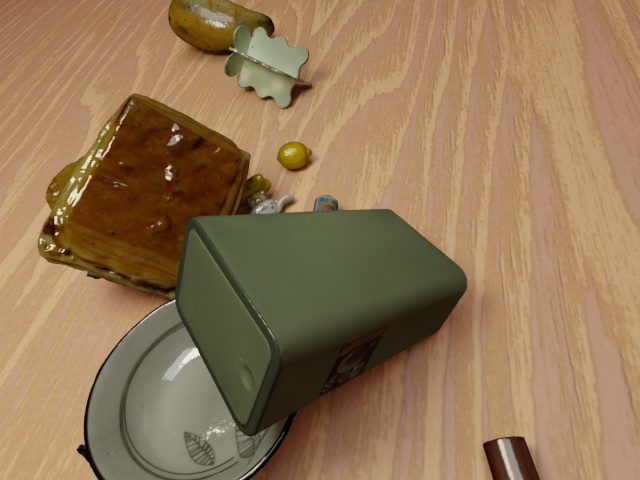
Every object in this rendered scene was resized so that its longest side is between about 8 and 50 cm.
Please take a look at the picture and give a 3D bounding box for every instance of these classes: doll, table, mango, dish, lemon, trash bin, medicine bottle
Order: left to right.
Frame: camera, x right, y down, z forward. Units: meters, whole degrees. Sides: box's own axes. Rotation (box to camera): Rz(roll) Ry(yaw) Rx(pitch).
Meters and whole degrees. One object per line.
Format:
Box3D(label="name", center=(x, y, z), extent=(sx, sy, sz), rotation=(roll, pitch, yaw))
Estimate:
Box3D(label="dish", center=(-0.167, 0.220, 0.589), extent=(0.316, 0.106, 0.316), rotation=(-6, 47, 7))
Box3D(label="mango", center=(-0.317, -0.678, 1.270), extent=(0.329, 0.175, 0.176), rotation=(23, 83, 6))
Box3D(label="doll", center=(-0.134, -0.069, 0.837), extent=(0.113, 0.071, 0.135), rotation=(31, 71, 10))
Box3D(label="table", center=(-0.131, -0.462, 1.072), extent=(0.198, 0.166, 0.166), rotation=(34, 66, 22))
Box3D(label="lemon", center=(-0.059, -0.193, 0.905), extent=(0.083, 0.062, 0.062), rotation=(-12, 52, 6))
Box3D(label="medicine bottle", center=(0.000, 0.000, 0.756), extent=(0.051, 0.051, 0.191), rotation=(1, 55, 13))
Box3D(label="trash bin", center=(0.015, 0.066, 0.545), extent=(0.343, 0.158, 0.223), rotation=(-11, 44, -37))

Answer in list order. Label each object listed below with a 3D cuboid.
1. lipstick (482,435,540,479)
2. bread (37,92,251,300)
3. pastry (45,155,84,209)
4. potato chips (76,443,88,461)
Box3D(label="lipstick", center=(0.249, 0.396, 0.404), extent=(0.057, 0.057, 0.357), rotation=(-11, 52, 4))
Box3D(label="bread", center=(-0.309, -0.071, 0.749), extent=(0.167, 0.277, 0.324), rotation=(6, 72, 62))
Box3D(label="pastry", center=(-0.467, -0.101, 0.896), extent=(0.240, 0.132, 0.235), rotation=(19, 51, 16))
Box3D(label="potato chips", center=(-0.259, 0.350, 0.507), extent=(0.026, 0.142, 0.209), rotation=(-22, 72, -35))
